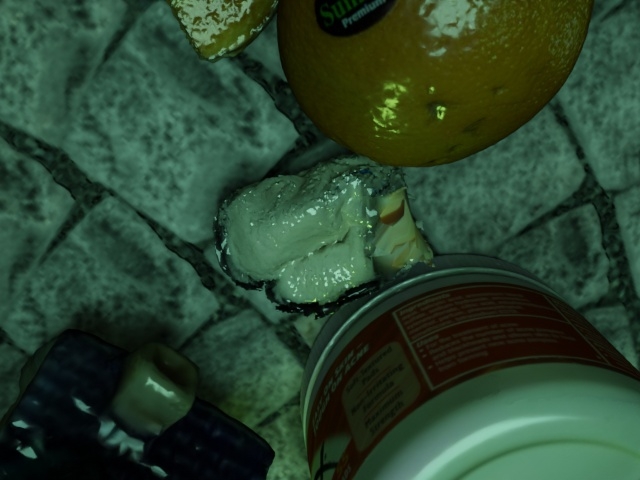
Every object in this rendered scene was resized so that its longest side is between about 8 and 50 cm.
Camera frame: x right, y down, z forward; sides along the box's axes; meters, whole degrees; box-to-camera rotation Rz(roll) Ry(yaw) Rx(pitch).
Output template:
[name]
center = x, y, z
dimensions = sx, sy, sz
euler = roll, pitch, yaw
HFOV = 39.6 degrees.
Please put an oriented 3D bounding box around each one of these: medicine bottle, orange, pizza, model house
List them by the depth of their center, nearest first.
[orange]
center = 0.067, -0.144, 0.549
dimensions = 0.206, 0.206, 0.206
euler = -2, 109, -7
[pizza]
center = -0.071, -0.212, 0.581
dimensions = 0.134, 0.046, 0.175
euler = 25, 104, -16
[model house]
center = -0.162, 0.217, 0.583
dimensions = 0.243, 0.298, 0.284
euler = 30, 102, -17
[medicine bottle]
center = 0.120, 0.164, 0.634
dimensions = 0.252, 0.241, 0.253
euler = -2, 109, -6

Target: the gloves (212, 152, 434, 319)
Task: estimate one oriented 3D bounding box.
[gloves]
center = -0.001, -0.003, 0.651
dimensions = 0.153, 0.070, 0.114
euler = -17, 119, 5
